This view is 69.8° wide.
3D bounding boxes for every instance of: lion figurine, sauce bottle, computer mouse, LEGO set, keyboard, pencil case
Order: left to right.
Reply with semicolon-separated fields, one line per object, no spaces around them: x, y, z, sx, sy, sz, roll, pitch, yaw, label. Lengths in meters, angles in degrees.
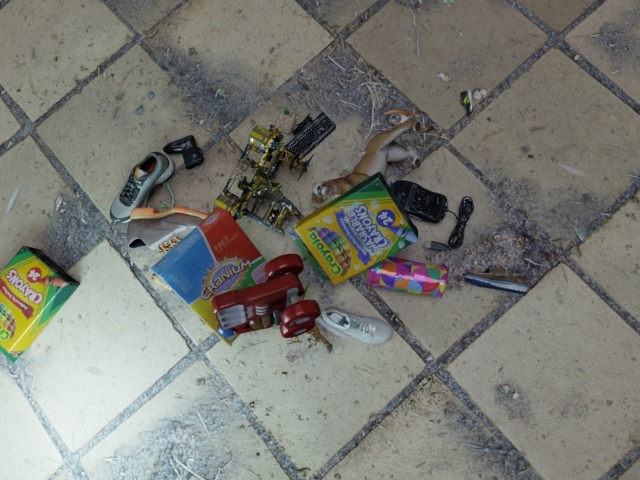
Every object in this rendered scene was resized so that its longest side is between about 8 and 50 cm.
-0.463;0.137;1.426;0.128;0.042;0.042;25;82;11;sauce bottle
-0.141;-0.157;1.351;0.192;0.255;0.331;29;86;10;LEGO set
-0.049;-0.343;1.483;0.192;0.038;0.100;-43;78;-4;keyboard
0.153;-0.219;1.388;0.392;0.240;0.142;-46;122;-19;lion figurine
0.253;0.102;1.334;0.237;0.104;0.104;9;80;6;pencil case
0.317;-0.069;1.385;0.262;0.060;0.183;15;81;0;computer mouse

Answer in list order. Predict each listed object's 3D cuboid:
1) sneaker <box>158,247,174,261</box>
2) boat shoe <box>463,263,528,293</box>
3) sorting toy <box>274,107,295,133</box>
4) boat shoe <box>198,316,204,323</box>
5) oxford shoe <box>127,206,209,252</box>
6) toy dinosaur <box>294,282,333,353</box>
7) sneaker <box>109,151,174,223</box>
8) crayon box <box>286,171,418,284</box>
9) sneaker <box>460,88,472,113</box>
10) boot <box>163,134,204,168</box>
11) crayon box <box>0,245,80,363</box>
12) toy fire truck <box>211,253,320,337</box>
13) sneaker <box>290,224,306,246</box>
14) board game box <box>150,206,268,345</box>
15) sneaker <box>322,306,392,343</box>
-0.346;0.082;1.396;0.282;0.106;0.162;30;80;11;sneaker
0.507;0.105;1.330;0.184;0.066;0.066;12;75;-2;boat shoe
-0.114;-0.396;1.511;0.062;0.012;0.083;21;85;14;sorting toy
-0.311;0.247;1.389;0.137;0.043;0.049;22;84;11;boat shoe
-0.436;-0.021;1.377;0.364;0.130;0.132;1;71;31;oxford shoe
-0.041;0.248;1.363;0.112;0.064;0.211;-25;82;-24;toy dinosaur
-0.588;-0.176;1.468;0.100;0.108;0.271;35;85;10;sneaker
0.079;-0.016;1.271;0.323;0.083;0.203;-30;104;20;crayon box
0.464;-0.438;1.457;0.035;0.031;0.083;-7;74;18;sneaker
-0.448;-0.282;1.509;0.121;0.045;0.099;-22;83;3;boot
-0.946;0.203;1.442;0.202;0.081;0.318;36;85;11;crayon box
-0.151;0.174;1.206;0.254;0.302;0.169;-15;68;-14;toy fire truck
0.000;0.000;1.395;0.192;0.064;0.086;40;88;4;sneaker
-0.268;0.104;1.266;0.242;0.316;0.064;-47;39;-19;board game box
0.104;0.246;1.322;0.213;0.094;0.080;15;79;8;sneaker
